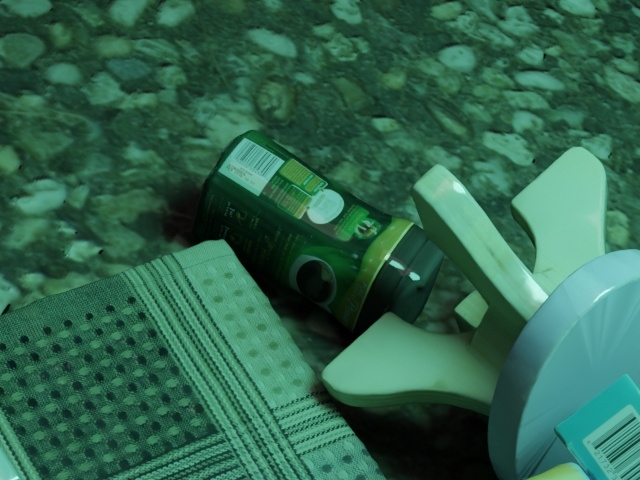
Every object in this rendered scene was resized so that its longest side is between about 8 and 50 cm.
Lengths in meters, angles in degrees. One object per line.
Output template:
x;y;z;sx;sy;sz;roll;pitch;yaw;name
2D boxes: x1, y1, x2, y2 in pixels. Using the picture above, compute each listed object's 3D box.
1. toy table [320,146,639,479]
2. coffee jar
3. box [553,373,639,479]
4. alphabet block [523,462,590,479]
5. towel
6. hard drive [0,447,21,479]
0.143;0.065;1.250;0.252;0.274;0.161;-35;58;-20;toy table
0.000;0.000;1.362;0.184;0.096;0.079;31;50;9;coffee jar
0.239;0.172;1.203;0.060;0.244;0.100;-39;60;8;box
0.100;0.282;1.081;0.197;0.192;0.193;-16;55;-31;alphabet block
-0.119;0.163;1.220;0.312;0.056;0.324;-19;60;-27;towel
-0.372;0.086;1.144;0.233;0.047;0.353;-33;64;-12;hard drive
